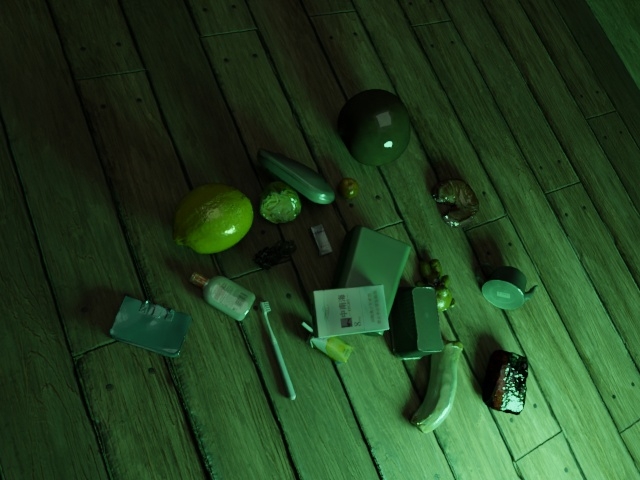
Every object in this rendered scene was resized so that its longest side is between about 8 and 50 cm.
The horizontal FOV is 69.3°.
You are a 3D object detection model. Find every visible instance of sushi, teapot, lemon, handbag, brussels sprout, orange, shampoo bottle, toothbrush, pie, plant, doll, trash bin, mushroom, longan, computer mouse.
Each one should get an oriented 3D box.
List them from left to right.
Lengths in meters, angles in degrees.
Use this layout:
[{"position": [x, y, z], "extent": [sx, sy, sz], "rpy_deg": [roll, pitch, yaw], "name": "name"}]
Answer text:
[{"position": [-0.531, 0.271, 1.459], "extent": [0.221, 0.057, 0.144], "rpy_deg": [21, 63, -10], "name": "handbag"}, {"position": [-0.353, -0.075, 1.534], "extent": [0.236, 0.236, 0.263], "rpy_deg": [34, 47, -4], "name": "lemon"}, {"position": [-0.334, 0.175, 1.552], "extent": [0.221, 0.051, 0.108], "rpy_deg": [31, 67, -5], "name": "shampoo bottle"}, {"position": [-0.156, 0.044, 1.642], "extent": [0.174, 0.087, 0.085], "rpy_deg": [-27, 57, -28], "name": "plant"}, {"position": [-0.146, 0.367, 1.562], "extent": [0.030, 0.025, 0.341], "rpy_deg": [-12, 76, -23], "name": "toothbrush"}, {"position": [-0.148, -0.145, 1.681], "extent": [0.149, 0.151, 0.122], "rpy_deg": [-8, 36, 3], "name": "brussels sprout"}, {"position": [-0.085, -0.242, 1.697], "extent": [0.331, 0.197, 0.095], "rpy_deg": [35, 95, -4], "name": "computer mouse"}, {"position": [0.109, -0.204, 1.807], "extent": [0.084, 0.070, 0.083], "rpy_deg": [2, 61, -4], "name": "orange"}, {"position": [0.161, 0.151, 1.662], "extent": [0.223, 0.158, 0.343], "rpy_deg": [21, 73, -8], "name": "trash bin"}, {"position": [0.208, -0.440, 1.802], "extent": [0.298, 0.297, 0.296], "rpy_deg": [5, 71, -16], "name": "longan"}, {"position": [0.443, 0.167, 1.777], "extent": [0.137, 0.097, 0.209], "rpy_deg": [-10, 70, -14], "name": "doll"}, {"position": [0.425, 0.517, 1.658], "extent": [0.123, 0.095, 0.351], "rpy_deg": [20, 65, 11], "name": "mushroom"}, {"position": [0.569, -0.164, 1.947], "extent": [0.205, 0.054, 0.218], "rpy_deg": [-34, 85, -24], "name": "pie"}, {"position": [0.740, 0.163, 1.849], "extent": [0.240, 0.162, 0.149], "rpy_deg": [23, 54, 23], "name": "teapot"}, {"position": [0.688, 0.524, 1.711], "extent": [0.127, 0.136, 0.224], "rpy_deg": [21, 72, -1], "name": "sushi"}]

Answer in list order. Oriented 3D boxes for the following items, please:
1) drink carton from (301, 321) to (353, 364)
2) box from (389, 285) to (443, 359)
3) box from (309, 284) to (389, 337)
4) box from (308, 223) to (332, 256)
[{"position": [0.009, 0.344, 1.590], "extent": [0.200, 0.074, 0.084], "rpy_deg": [35, 65, -3], "name": "drink carton"}, {"position": [0.343, 0.283, 1.659], "extent": [0.139, 0.178, 0.273], "rpy_deg": [1, 73, -18], "name": "box"}, {"position": [0.092, 0.230, 1.510], "extent": [0.243, 0.067, 0.155], "rpy_deg": [-3, 77, -15], "name": "box"}, {"position": [0.000, 0.000, 1.723], "extent": [0.051, 0.036, 0.117], "rpy_deg": [-19, 79, -21], "name": "box"}]
